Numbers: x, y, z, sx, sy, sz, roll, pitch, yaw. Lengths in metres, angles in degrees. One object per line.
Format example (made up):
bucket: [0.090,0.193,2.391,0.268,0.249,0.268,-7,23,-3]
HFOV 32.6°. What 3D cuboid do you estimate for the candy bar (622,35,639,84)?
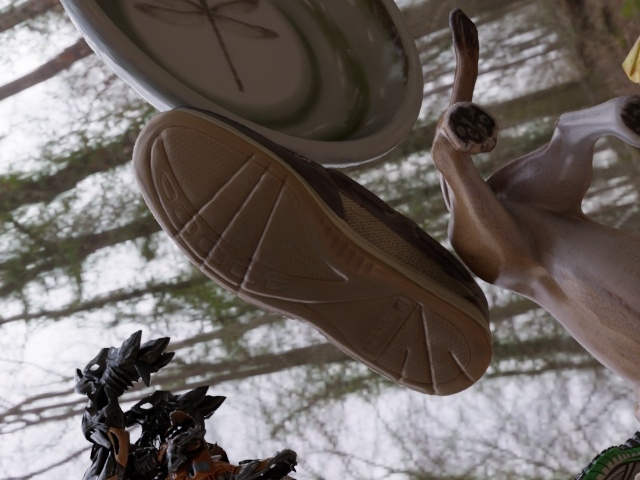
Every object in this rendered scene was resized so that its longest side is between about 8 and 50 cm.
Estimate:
candy bar: [0.177,-0.025,0.415,0.018,0.040,0.161,-36,-107,-22]

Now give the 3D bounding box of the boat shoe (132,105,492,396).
boat shoe: [0.000,0.000,0.770,0.285,0.103,0.092,33,-152,-3]

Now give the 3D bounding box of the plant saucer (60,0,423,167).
plant saucer: [-0.090,-0.206,1.001,0.400,0.100,0.400,24,-138,-23]

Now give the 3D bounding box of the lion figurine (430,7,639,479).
lion figurine: [0.196,0.039,0.727,0.142,0.240,0.392,-37,-101,-17]

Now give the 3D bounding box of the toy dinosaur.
toy dinosaur: [-0.178,0.221,1.048,0.164,0.321,0.218,92,179,-55]

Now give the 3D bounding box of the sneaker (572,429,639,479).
sneaker: [0.485,0.392,1.691,0.343,0.134,0.146,-21,-124,-34]
